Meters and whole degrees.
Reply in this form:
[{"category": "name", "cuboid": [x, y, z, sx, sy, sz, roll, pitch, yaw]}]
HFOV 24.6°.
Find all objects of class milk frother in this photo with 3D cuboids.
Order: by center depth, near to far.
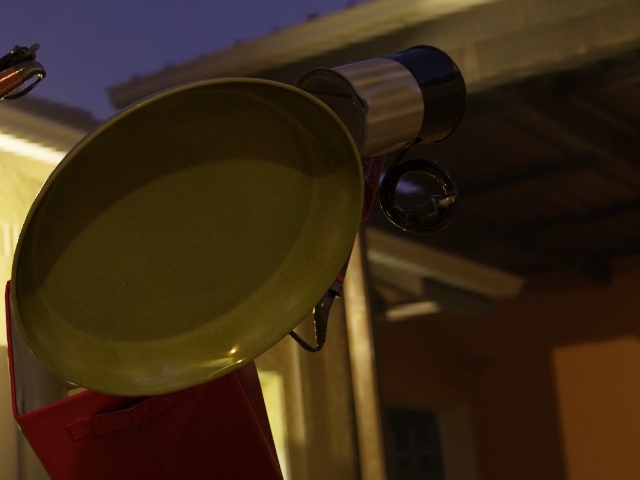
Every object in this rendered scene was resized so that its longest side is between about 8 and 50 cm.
[{"category": "milk frother", "cuboid": [0.050, -0.072, 1.193, 0.134, 0.143, 0.129, -19, -16, -45]}]

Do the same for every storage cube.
[{"category": "storage cube", "cuboid": [-0.155, 0.128, 1.305, 0.183, 0.215, 0.193, -20, -53, 1]}]

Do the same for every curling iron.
[{"category": "curling iron", "cuboid": [-0.328, -0.071, 1.151, 0.274, 0.035, 0.068, -37, 3, -16]}]

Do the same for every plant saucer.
[{"category": "plant saucer", "cuboid": [-0.085, -0.005, 0.929, 0.240, 0.037, 0.241, -18, -48, -21]}]

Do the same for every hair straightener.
[{"category": "hair straightener", "cuboid": [0.000, 0.000, 1.249, 0.089, 0.230, 0.047, -19, -45, 34]}]
